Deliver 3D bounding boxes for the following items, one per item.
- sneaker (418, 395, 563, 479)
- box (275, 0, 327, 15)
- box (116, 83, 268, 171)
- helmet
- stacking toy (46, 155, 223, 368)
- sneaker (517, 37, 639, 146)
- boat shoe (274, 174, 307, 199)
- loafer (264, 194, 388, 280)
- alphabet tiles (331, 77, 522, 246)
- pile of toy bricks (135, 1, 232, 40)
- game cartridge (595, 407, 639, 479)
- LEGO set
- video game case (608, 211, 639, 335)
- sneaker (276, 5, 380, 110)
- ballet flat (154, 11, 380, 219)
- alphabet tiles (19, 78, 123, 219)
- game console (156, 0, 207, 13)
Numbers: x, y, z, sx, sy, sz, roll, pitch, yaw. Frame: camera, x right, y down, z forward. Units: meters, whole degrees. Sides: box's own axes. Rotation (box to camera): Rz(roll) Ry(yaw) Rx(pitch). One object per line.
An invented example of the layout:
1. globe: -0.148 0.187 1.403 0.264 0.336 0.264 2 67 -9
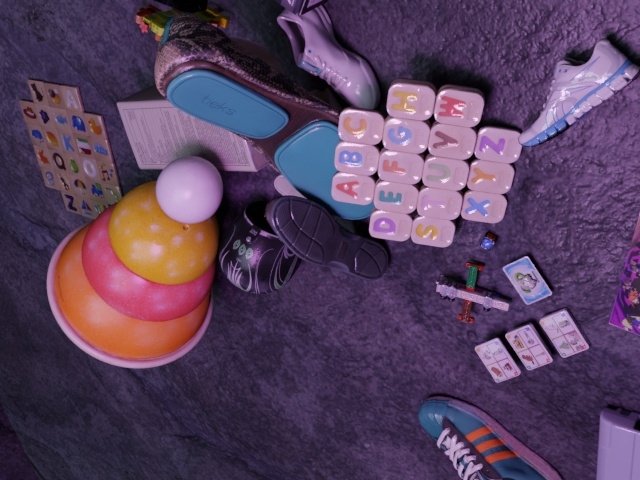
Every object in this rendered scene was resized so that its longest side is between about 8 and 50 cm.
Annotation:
1. sneaker: 0.298 0.408 1.504 0.302 0.121 0.108 33 134 18
2. box: -0.071 -0.575 1.158 0.318 0.097 0.395 37 136 12
3. box: -0.217 -0.215 1.504 0.311 0.121 0.148 6 122 37
4. helmet: -0.116 0.024 1.568 0.169 0.169 0.162 34 118 17
5. stacking toy: -0.302 0.008 1.549 0.350 0.350 0.480 47 139 3
6. sneaker: 0.336 -0.201 1.106 0.190 0.071 0.083 -41 83 39
7. boat shoe: -0.035 -0.074 1.512 0.125 0.038 0.046 39 94 4
8. loafer: 0.000 0.000 1.418 0.267 0.096 0.084 29 171 -34
9. alphabet tiles: 0.159 -0.111 1.254 0.277 0.021 0.284 9 128 4
10. pile of toy bricks: -0.270 -0.391 1.441 0.212 0.105 0.118 33 134 18
11. game cartridge: 0.593 0.391 1.301 0.297 0.062 0.198 13 121 33
12. LEGO set: 0.309 0.103 1.361 0.182 0.060 0.244 -31 98 34
13. video game case: 0.532 0.059 1.131 0.210 0.042 0.232 23 131 28
14. sneaker: 0.006 -0.282 1.295 0.212 0.094 0.080 52 136 -2
15. ballet flat: -0.059 -0.209 1.301 0.164 0.182 0.482 -28 139 31
16. alphabet tiles: -0.578 -0.204 1.894 0.285 0.011 0.343 14 126 33
17. game console: -0.251 -0.541 1.242 0.213 0.044 0.361 31 135 20
